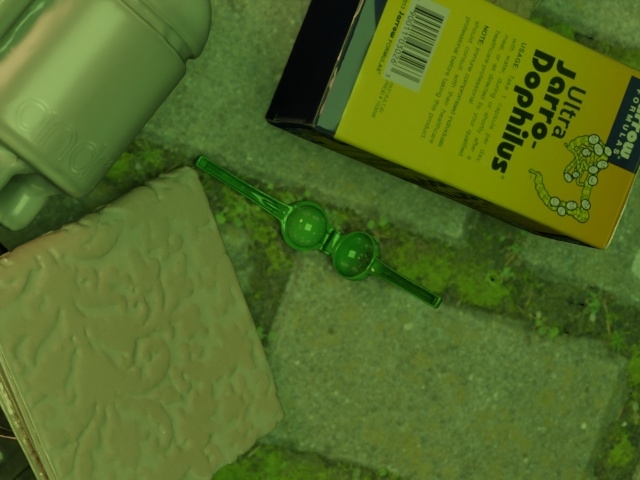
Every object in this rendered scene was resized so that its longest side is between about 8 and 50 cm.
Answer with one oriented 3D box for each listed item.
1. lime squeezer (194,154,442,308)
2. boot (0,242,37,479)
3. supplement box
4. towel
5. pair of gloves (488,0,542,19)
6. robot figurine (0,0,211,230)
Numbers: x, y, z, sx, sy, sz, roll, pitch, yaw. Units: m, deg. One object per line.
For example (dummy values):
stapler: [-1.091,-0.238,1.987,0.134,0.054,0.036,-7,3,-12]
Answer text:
lime squeezer: [0.000,0.000,1.627,0.310,0.110,0.059,32,105,13]
boot: [-0.349,0.180,1.538,0.223,0.118,0.338,-26,99,-6]
supplement box: [0.155,-0.147,1.599,0.357,0.194,0.195,21,90,-17]
towel: [-0.193,0.121,1.521,0.332,0.053,0.317,-33,108,-47]
pair of gloves: [0.168,-0.355,1.636,0.240,0.042,0.204,30,65,-21]
robot figurine: [-0.245,-0.184,1.460,0.200,0.300,0.353,34,84,23]
